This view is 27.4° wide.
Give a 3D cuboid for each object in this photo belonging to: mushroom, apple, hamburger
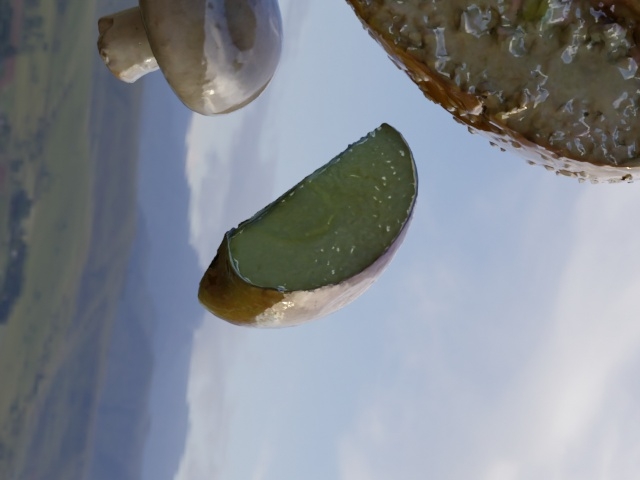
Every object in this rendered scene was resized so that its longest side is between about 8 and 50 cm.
[{"bbox_3d":[-0.143,-0.227,1.381,0.204,0.204,0.204,-173,-90,-77],"label":"mushroom"},{"bbox_3d":[0.000,0.000,1.735,0.254,0.346,0.179,2,-54,54],"label":"apple"},{"bbox_3d":[0.219,-0.219,1.280,0.268,0.445,0.287,-57,163,1],"label":"hamburger"}]
